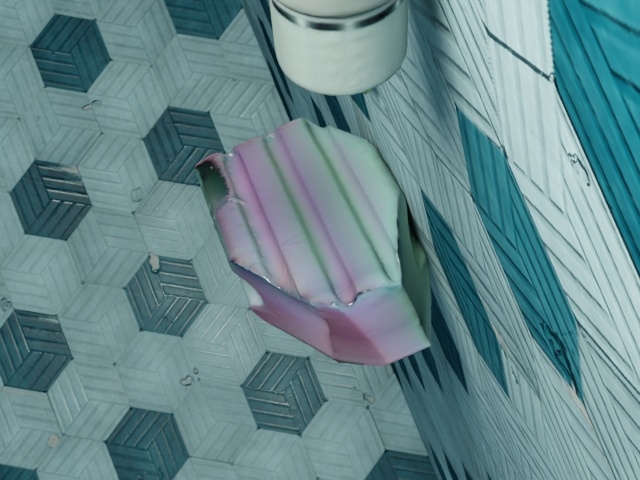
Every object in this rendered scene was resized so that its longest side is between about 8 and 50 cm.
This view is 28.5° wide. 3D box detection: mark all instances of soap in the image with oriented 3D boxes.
[{"bbox_3d":[0.000,0.000,1.315,0.324,0.192,0.109,-116,2,-52],"label":"soap"}]

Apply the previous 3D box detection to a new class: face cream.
[{"bbox_3d":[0.001,-0.212,0.644,0.314,0.089,0.143,82,169,-49],"label":"face cream"}]

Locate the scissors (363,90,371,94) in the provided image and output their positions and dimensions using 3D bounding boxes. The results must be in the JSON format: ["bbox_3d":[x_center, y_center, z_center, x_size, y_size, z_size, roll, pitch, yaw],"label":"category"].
[{"bbox_3d":[0.008,-0.223,1.111,0.133,0.020,0.187,110,136,-82],"label":"scissors"}]
